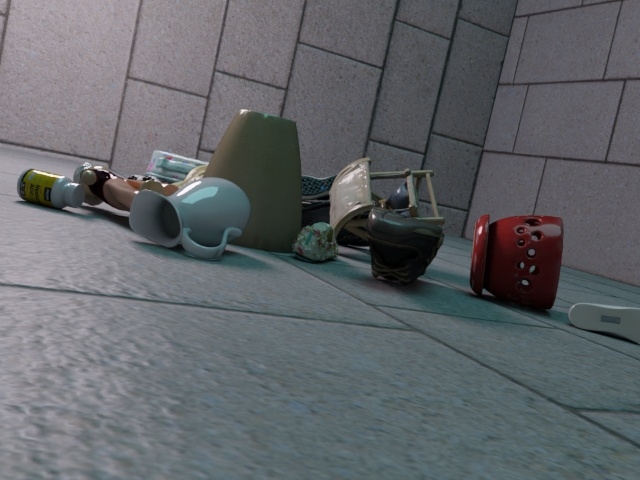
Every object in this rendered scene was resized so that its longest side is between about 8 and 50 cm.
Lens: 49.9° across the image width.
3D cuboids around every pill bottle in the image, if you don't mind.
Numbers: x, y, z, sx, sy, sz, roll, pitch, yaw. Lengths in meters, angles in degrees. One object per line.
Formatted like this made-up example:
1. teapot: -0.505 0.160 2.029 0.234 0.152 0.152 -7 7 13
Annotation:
1. pill bottle: -0.522 -0.098 1.338 0.116 0.065 0.065 13 5 11

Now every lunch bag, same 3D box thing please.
1. lunch bag: -0.369 -0.168 2.019 0.279 0.108 0.224 13 -10 17

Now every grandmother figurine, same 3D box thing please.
1. grandmother figurine: -0.402 -0.097 1.406 0.342 0.104 0.208 20 -21 43

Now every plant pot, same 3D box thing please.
1. plant pot: 0.400 0.040 1.418 0.174 0.191 0.191 4 3 13
2. plant pot: -0.144 -0.135 1.490 0.256 0.274 0.256 12 5 -1

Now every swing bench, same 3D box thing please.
1. swing bench: 0.152 -0.079 1.718 0.254 0.165 0.253 13 32 -7

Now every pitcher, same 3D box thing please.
1. pitcher: -0.198 -0.031 1.199 0.177 0.126 0.207 37 26 22

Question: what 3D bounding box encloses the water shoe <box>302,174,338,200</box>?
1. water shoe: -0.011 -0.134 1.922 0.203 0.073 0.080 -4 -27 -15

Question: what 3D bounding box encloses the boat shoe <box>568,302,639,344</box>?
1. boat shoe: 0.549 0.151 1.254 0.184 0.066 0.063 4 2 22

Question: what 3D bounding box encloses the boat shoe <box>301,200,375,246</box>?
1. boat shoe: 0.064 -0.049 1.890 0.339 0.127 0.113 11 6 4

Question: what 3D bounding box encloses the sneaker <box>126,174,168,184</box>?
1. sneaker: -0.447 -0.137 1.882 0.106 0.078 0.234 6 6 -36

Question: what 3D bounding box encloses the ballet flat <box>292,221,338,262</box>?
1. ballet flat: 0.000 0.000 1.457 0.091 0.077 0.241 20 5 5

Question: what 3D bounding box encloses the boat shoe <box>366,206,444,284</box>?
1. boat shoe: 0.164 0.023 1.331 0.132 0.130 0.355 18 1 21

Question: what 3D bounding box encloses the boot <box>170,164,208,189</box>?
1. boot: -0.255 -0.128 1.753 0.203 0.095 0.262 3 19 19
